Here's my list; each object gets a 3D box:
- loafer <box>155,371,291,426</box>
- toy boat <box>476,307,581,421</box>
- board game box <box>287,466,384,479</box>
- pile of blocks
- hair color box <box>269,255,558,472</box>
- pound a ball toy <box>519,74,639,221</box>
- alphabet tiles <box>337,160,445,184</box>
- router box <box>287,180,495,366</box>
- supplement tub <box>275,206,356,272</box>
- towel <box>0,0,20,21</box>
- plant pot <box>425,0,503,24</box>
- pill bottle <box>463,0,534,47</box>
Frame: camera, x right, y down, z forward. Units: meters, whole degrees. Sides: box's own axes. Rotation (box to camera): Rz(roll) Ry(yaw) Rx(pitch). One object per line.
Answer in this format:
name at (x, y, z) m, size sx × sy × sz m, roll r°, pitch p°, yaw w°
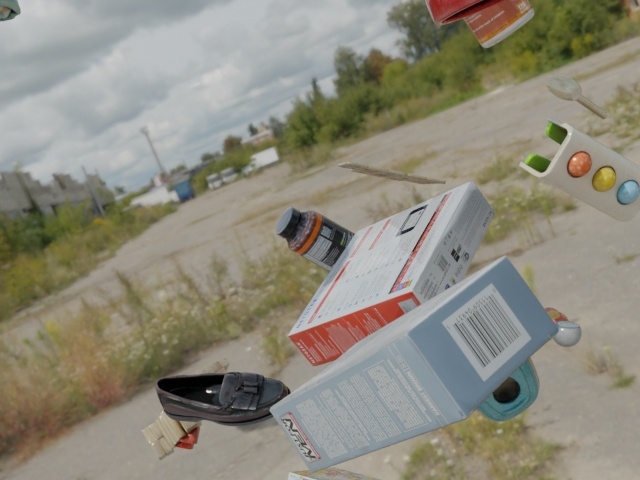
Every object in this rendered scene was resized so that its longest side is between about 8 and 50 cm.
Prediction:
loafer at (-0.216, 0.330, 1.754) m, size 0.303 × 0.095 × 0.109 m, roll -7°, pitch 44°, yaw 20°
toy boat at (0.466, 0.280, 1.951) m, size 0.318 × 0.267 × 0.148 m, roll -39°, pitch 18°, yaw 5°
board game box at (0.028, 0.399, 1.345) m, size 0.103 × 0.026 × 0.154 m, roll 6°, pitch -8°, yaw 30°
pile of blocks at (-0.304, 0.430, 2.003) m, size 0.149 × 0.112 × 0.362 m, roll -15°, pitch -26°, yaw -49°
hair color box at (0.100, 0.169, 1.037) m, size 0.185 × 0.113 × 0.374 m, roll -32°, pitch -5°, yaw -34°
pound a ball toy at (0.584, -0.189, 1.754) m, size 0.208 × 0.319 × 0.136 m, roll -60°, pitch 29°, yaw 12°
alphabet tiles at (0.137, -0.140, 1.719) m, size 0.198 × 0.009 × 0.237 m, roll 10°, pitch 2°, yaw -7°
router box at (0.133, 0.058, 1.498) m, size 0.301 × 0.082 × 0.335 m, roll -24°, pitch 21°, yaw 42°
supplement tub at (0.000, 0.000, 1.828) m, size 0.106 × 0.198 × 0.106 m, roll -50°, pitch 22°, yaw 28°
towel at (-0.618, -0.514, 1.222) m, size 0.090 × 0.320 × 0.374 m, roll -12°, pitch -1°, yaw 20°
plant pot at (0.243, -0.461, 1.318) m, size 0.191 × 0.174 × 0.191 m, roll -21°, pitch 3°, yaw 1°
pill bottle at (0.311, -0.496, 1.601) m, size 0.121 × 0.216 × 0.121 m, roll -36°, pitch 9°, yaw 7°
